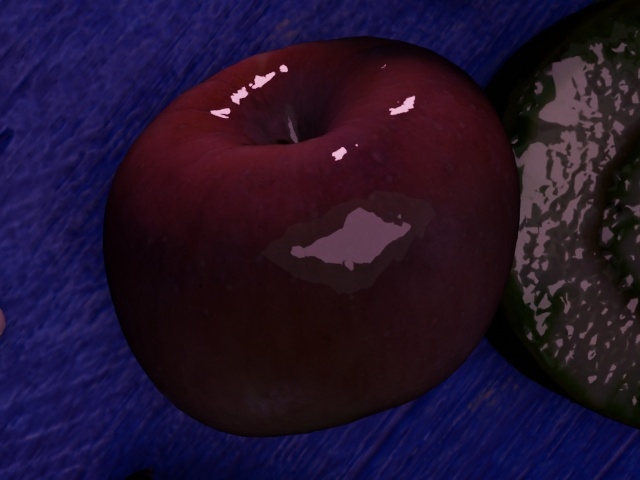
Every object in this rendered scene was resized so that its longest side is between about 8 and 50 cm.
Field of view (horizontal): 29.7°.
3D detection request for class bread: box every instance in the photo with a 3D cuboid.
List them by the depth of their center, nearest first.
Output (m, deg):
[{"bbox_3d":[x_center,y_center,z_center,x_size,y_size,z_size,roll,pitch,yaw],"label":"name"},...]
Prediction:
[{"bbox_3d":[0.295,-0.021,1.010,0.366,0.129,0.382,-21,101,-12],"label":"bread"}]

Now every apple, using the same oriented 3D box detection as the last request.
[{"bbox_3d":[0.000,0.000,0.862,0.306,0.306,0.235,-27,126,-11],"label":"apple"}]

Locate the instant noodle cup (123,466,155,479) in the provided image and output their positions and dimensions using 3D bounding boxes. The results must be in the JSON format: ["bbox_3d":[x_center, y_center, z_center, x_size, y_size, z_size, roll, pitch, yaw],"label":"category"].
[{"bbox_3d":[-0.054,0.329,0.888,0.214,0.296,0.296,12,92,-24],"label":"instant noodle cup"}]

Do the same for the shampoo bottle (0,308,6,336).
[{"bbox_3d":[-0.326,0.033,0.881,0.192,0.074,0.074,35,86,-16],"label":"shampoo bottle"}]
